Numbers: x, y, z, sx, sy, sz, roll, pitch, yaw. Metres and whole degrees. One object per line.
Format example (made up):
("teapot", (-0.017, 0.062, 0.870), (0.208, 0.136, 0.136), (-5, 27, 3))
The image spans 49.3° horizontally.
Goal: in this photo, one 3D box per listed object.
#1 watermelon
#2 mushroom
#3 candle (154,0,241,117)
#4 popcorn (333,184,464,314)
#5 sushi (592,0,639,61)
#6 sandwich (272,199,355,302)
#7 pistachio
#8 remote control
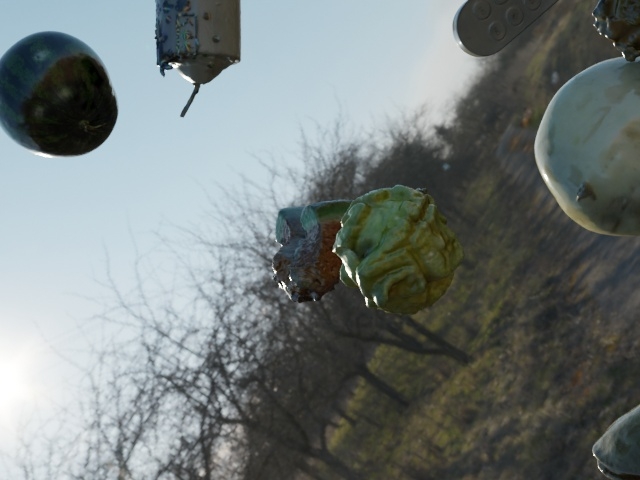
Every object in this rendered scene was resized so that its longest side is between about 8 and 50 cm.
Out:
("watermelon", (-0.562, -0.304, 1.478), (0.269, 0.269, 0.269), (-58, -8, -12))
("mushroom", (0.530, -0.154, 1.251), (0.314, 0.314, 0.336), (-59, -13, -5))
("candle", (-0.255, -0.425, 1.459), (0.187, 0.187, 0.330), (-25, -64, -77))
("popcorn", (0.108, 0.017, 1.020), (0.167, 0.187, 0.185), (-28, -26, -12))
("sushi", (0.535, -0.388, 1.066), (0.200, 0.213, 0.204), (-30, 5, 45))
("sandwich", (0.000, 0.000, 1.433), (0.301, 0.250, 0.162), (-69, -18, -54))
("pistachio", (0.626, 0.362, 1.239), (0.260, 0.163, 0.213), (-29, 3, 3))
("remote control", (0.267, -0.326, 0.882), (0.245, 0.077, 0.022), (-41, 14, -3))
